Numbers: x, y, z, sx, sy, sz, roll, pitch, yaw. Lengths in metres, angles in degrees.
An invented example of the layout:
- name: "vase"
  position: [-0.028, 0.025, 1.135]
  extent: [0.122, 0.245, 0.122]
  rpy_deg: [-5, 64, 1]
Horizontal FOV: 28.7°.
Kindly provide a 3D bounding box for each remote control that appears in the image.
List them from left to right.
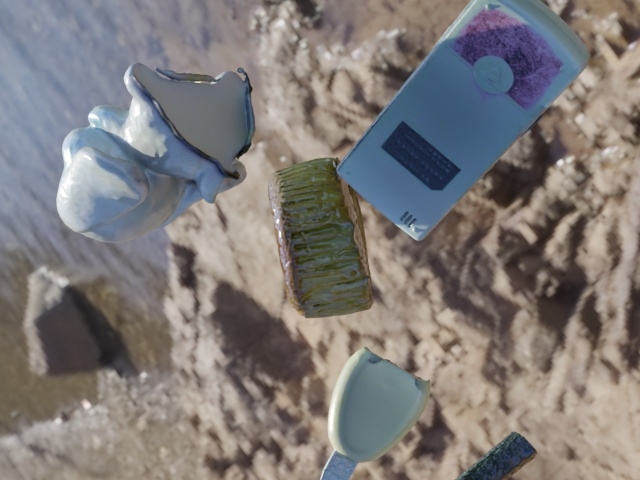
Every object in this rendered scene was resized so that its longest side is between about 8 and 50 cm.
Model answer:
- name: "remote control"
  position: [0.157, -0.144, 1.439]
  extent: [0.145, 0.050, 0.344]
  rpy_deg: [41, 133, -1]

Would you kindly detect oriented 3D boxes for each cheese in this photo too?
- name: "cheese"
  position: [0.048, 0.280, 1.737]
  extent: [0.127, 0.252, 0.054]
  rpy_deg: [29, 176, -2]

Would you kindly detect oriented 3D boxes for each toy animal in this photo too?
- name: "toy animal"
  position: [-0.209, -0.102, 1.616]
  extent: [0.289, 0.249, 0.174]
  rpy_deg: [-41, 63, 56]

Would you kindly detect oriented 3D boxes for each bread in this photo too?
- name: "bread"
  position: [0.000, 0.000, 1.959]
  extent: [0.253, 0.142, 0.227]
  rpy_deg: [-94, -5, -53]

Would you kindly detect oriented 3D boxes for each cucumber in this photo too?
- name: "cucumber"
  position: [0.234, 0.374, 1.903]
  extent: [0.052, 0.214, 0.058]
  rpy_deg: [56, 165, -9]
